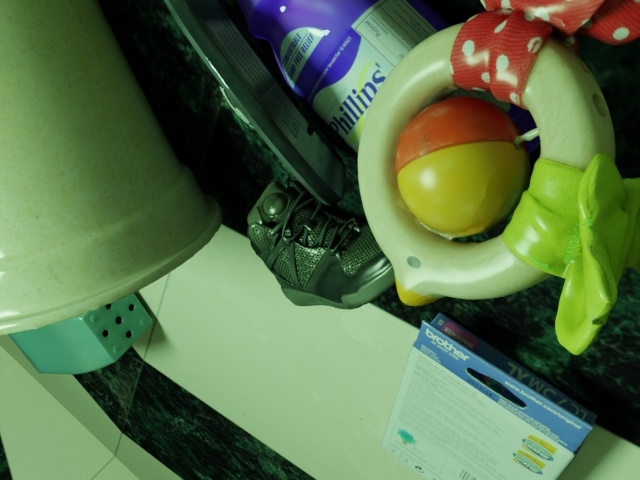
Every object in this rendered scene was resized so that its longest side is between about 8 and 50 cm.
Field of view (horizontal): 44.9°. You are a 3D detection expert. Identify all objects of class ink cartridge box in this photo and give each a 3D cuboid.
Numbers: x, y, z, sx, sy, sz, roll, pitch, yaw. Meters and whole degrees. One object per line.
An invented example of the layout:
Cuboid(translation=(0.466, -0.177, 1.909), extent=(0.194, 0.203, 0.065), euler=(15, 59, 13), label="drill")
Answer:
Cuboid(translation=(0.171, 0.198, 0.834), extent=(0.186, 0.065, 0.311), euler=(33, 149, 20), label="ink cartridge box")

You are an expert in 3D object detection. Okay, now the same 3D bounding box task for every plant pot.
Cuboid(translation=(-0.311, -0.115, 0.832), extent=(0.334, 0.334, 0.305), euler=(8, 122, 46), label="plant pot")
Cuboid(translation=(-0.428, 0.136, 1.383), extent=(0.234, 0.165, 0.165), euler=(0, 128, 42), label="plant pot")

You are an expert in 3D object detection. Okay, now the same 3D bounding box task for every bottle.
Cuboid(translation=(0.030, -0.139, 0.572), extent=(0.283, 0.092, 0.118), euler=(45, 148, 1), label="bottle")

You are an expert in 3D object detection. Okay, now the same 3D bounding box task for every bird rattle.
Cuboid(translation=(0.100, -0.061, 0.442), extent=(0.207, 0.143, 0.253), euler=(-22, 84, 39), label="bird rattle")

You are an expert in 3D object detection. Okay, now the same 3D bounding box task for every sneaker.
Cuboid(translation=(0.000, 0.000, 0.778), extent=(0.130, 0.087, 0.228), euler=(49, 155, -18), label="sneaker")

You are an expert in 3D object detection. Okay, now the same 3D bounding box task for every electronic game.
Cuboid(translation=(-0.053, -0.123, 0.631), extent=(0.229, 0.048, 0.229), euler=(53, -173, -9), label="electronic game")
